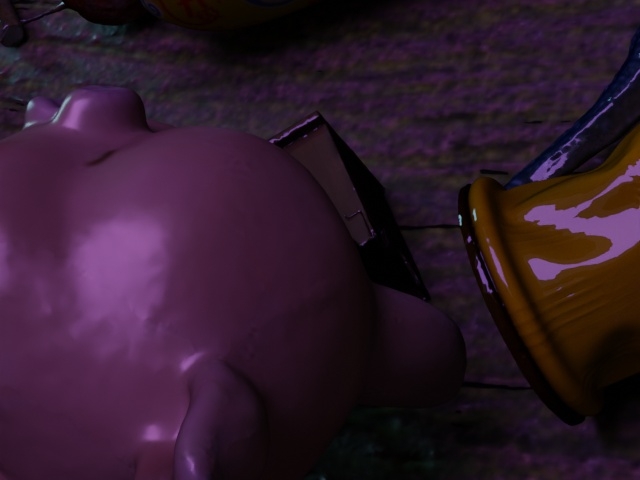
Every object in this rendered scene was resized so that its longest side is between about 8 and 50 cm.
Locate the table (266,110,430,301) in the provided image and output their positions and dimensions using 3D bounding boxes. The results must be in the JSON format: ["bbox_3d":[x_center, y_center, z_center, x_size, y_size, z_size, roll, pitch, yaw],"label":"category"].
[{"bbox_3d":[0.000,0.000,0.954,0.070,0.083,0.082,-31,53,10],"label":"table"}]

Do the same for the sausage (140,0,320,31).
[{"bbox_3d":[0.029,-0.211,1.047,0.347,0.123,0.123,-21,51,22],"label":"sausage"}]

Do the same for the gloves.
[{"bbox_3d":[0.215,-0.034,0.808,0.294,0.133,0.116,-26,12,17],"label":"gloves"}]

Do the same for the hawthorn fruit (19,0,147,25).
[{"bbox_3d":[-0.143,-0.154,1.169,0.103,0.066,0.067,-37,46,24],"label":"hawthorn fruit"}]

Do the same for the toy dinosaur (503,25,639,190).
[{"bbox_3d":[0.212,-0.152,0.919,0.147,0.076,0.363,14,71,42],"label":"toy dinosaur"}]

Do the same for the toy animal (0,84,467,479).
[{"bbox_3d":[-0.097,0.096,0.832,0.269,0.237,0.326,-1,96,29],"label":"toy animal"}]

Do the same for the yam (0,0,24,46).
[{"bbox_3d":[-0.220,-0.166,1.251,0.021,0.021,0.116,-39,46,6],"label":"yam"}]
